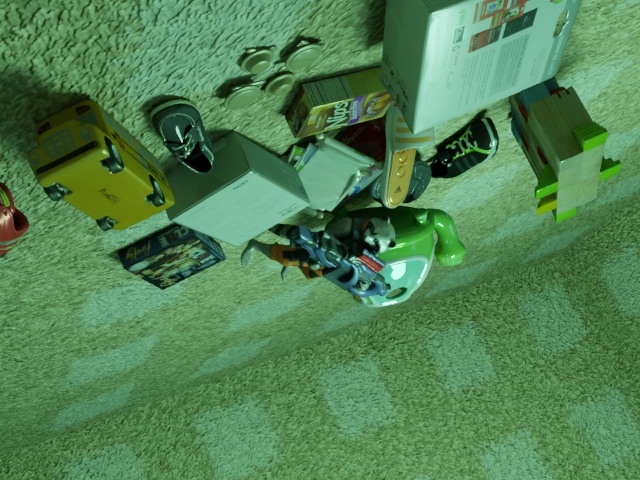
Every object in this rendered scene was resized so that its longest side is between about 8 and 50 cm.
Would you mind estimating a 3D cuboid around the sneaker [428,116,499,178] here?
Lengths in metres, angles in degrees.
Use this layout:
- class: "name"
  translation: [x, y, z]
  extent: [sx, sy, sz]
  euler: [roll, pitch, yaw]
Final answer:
- class: "sneaker"
  translation: [0.318, -0.195, 2.168]
  extent: [0.097, 0.084, 0.234]
  euler: [-15, 162, -26]

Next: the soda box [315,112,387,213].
- class: "soda box"
  translation: [0.060, -0.151, 1.926]
  extent: [0.092, 0.083, 0.263]
  euler: [-11, 159, -41]

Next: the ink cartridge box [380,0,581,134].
- class: "ink cartridge box"
  translation: [0.244, -0.336, 1.452]
  extent: [0.272, 0.130, 0.309]
  euler: [-22, 156, -11]

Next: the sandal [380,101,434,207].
- class: "sandal"
  translation: [0.175, -0.178, 1.790]
  extent: [0.102, 0.076, 0.265]
  euler: [-24, 127, -44]

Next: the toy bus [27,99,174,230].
- class: "toy bus"
  translation: [-0.322, -0.107, 1.419]
  extent: [0.108, 0.130, 0.332]
  euler: [-25, 164, 4]

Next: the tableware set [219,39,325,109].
- class: "tableware set"
  translation: [-0.078, -0.260, 1.495]
  extent: [0.141, 0.020, 0.168]
  euler: [-16, 161, -35]

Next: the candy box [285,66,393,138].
- class: "candy box"
  translation: [0.041, -0.242, 1.667]
  extent: [0.187, 0.053, 0.109]
  euler: [-16, 163, -24]

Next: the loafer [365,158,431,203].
- class: "loafer"
  translation: [0.156, -0.149, 2.110]
  extent: [0.109, 0.095, 0.302]
  euler: [-62, 157, 14]

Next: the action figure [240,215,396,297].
- class: "action figure"
  translation: [0.000, 0.000, 2.016]
  extent: [0.330, 0.178, 0.341]
  euler: [-9, 151, 25]

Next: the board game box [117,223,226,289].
- class: "board game box"
  translation: [-0.311, 0.033, 2.040]
  extent: [0.165, 0.042, 0.243]
  euler: [-26, 164, 3]

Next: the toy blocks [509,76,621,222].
- class: "toy blocks"
  translation: [0.494, -0.232, 2.038]
  extent: [0.191, 0.260, 0.381]
  euler: [-24, 157, 3]

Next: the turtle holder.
- class: "turtle holder"
  translation: [0.162, 0.018, 2.249]
  extent: [0.243, 0.227, 0.320]
  euler: [12, -156, 40]

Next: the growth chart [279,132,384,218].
- class: "growth chart"
  translation: [-0.010, -0.125, 1.866]
  extent: [0.172, 0.021, 0.237]
  euler: [29, 138, -19]

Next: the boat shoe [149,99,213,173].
- class: "boat shoe"
  translation: [-0.212, -0.162, 1.522]
  extent: [0.075, 0.065, 0.206]
  euler: [-25, 164, 1]

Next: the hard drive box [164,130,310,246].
- class: "hard drive box"
  translation: [-0.156, -0.088, 1.752]
  extent: [0.181, 0.089, 0.232]
  euler: [-29, 157, 17]

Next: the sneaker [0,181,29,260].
- class: "sneaker"
  translation: [-0.522, -0.048, 1.424]
  extent: [0.118, 0.107, 0.279]
  euler: [-43, 168, -5]
